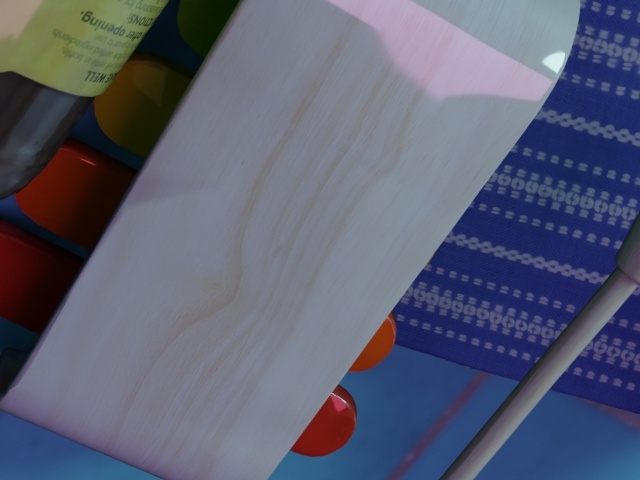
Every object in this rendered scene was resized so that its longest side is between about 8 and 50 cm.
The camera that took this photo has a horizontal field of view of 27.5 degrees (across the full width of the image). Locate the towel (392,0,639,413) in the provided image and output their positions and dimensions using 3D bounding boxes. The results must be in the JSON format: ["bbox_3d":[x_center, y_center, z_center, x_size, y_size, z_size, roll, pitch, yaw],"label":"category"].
[{"bbox_3d":[0.141,-0.074,0.561,0.243,0.040,0.336,15,122,9],"label":"towel"}]

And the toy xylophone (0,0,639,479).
[{"bbox_3d":[0.000,0.000,0.542,0.236,0.081,0.323,35,112,-20],"label":"toy xylophone"}]

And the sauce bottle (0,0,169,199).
[{"bbox_3d":[-0.112,-0.092,0.454,0.111,0.111,0.344,27,105,-37],"label":"sauce bottle"}]
